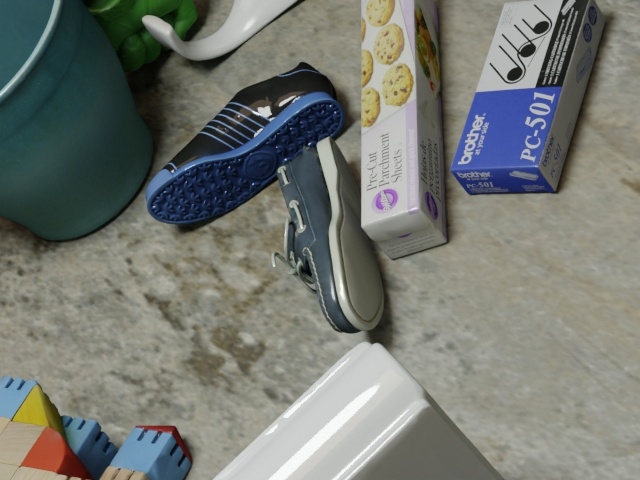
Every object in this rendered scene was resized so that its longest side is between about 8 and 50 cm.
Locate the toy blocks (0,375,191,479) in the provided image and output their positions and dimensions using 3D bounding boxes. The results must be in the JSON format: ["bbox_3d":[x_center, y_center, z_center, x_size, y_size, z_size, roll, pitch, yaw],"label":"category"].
[{"bbox_3d":[-0.304,0.249,1.639,0.381,0.190,0.261,4,48,35],"label":"toy blocks"}]

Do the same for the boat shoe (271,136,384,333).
[{"bbox_3d":[0.000,0.000,1.660,0.079,0.095,0.254,-25,45,14],"label":"boat shoe"}]

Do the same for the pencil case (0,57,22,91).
[{"bbox_3d":[-0.496,-0.113,2.039,0.160,0.167,0.386,44,86,4],"label":"pencil case"}]

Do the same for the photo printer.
[{"bbox_3d":[-0.001,0.253,1.350,0.307,0.256,0.107,-43,47,-3],"label":"photo printer"}]

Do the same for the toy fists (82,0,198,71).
[{"bbox_3d":[-0.175,-0.317,1.993,0.096,0.142,0.279,25,72,26],"label":"toy fists"}]

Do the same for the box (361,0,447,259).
[{"bbox_3d":[0.082,-0.132,1.729,0.067,0.063,0.324,-17,49,24],"label":"box"}]

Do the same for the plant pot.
[{"bbox_3d":[-0.321,-0.141,1.870,0.272,0.255,0.271,-19,48,22],"label":"plant pot"}]

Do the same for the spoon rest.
[{"bbox_3d":[-0.073,-0.294,1.963,0.276,0.084,0.137,-39,44,-17],"label":"spoon rest"}]

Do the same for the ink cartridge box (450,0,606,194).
[{"bbox_3d":[0.203,-0.142,1.668,0.097,0.046,0.207,-1,57,35],"label":"ink cartridge box"}]

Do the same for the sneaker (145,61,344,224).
[{"bbox_3d":[-0.086,-0.103,1.814,0.232,0.081,0.090,-29,42,3],"label":"sneaker"}]
